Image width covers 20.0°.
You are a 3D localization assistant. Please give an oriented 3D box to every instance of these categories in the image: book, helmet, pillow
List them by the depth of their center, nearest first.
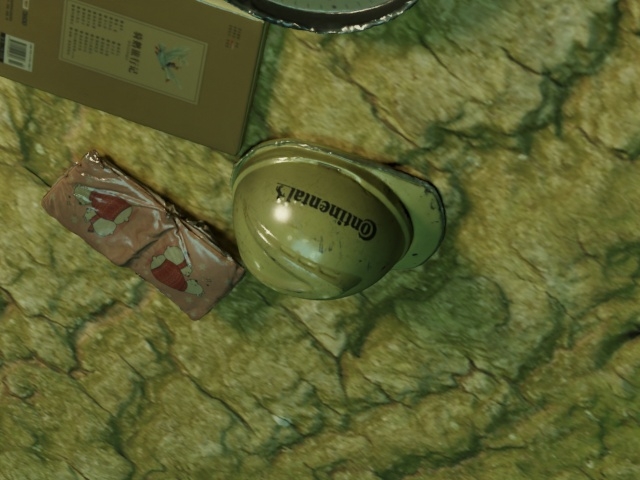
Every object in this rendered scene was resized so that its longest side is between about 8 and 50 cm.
[{"bbox_3d":[-0.219,-0.217,2.001,0.310,0.021,0.217,19,139,2],"label":"book"},{"bbox_3d":[0.003,0.003,2.059,0.257,0.137,0.204,14,139,8],"label":"helmet"},{"bbox_3d":[-0.212,-0.009,2.204,0.248,0.049,0.135,36,136,-11],"label":"pillow"}]

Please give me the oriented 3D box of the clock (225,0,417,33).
[{"bbox_3d":[-0.015,-0.334,1.759,0.312,0.061,0.313,11,138,10],"label":"clock"}]
